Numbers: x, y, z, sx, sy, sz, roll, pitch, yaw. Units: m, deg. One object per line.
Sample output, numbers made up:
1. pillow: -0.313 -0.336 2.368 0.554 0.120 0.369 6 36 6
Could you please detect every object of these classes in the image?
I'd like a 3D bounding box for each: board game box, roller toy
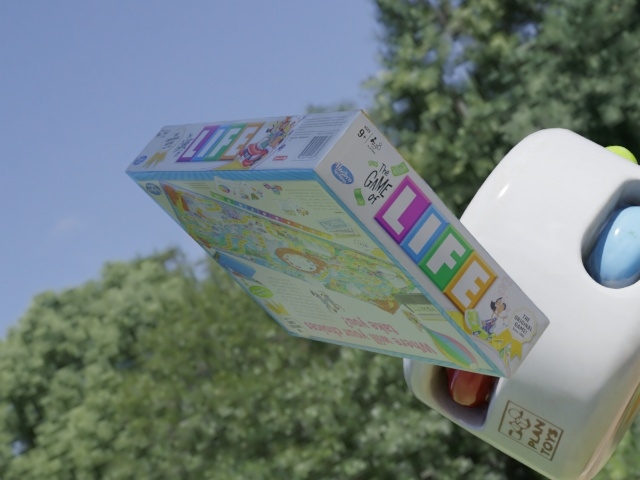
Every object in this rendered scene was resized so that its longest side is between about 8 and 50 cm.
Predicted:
1. board game box: 0.000 0.000 0.537 0.026 0.103 0.154 -51 25 -18
2. roller toy: 0.153 0.045 0.893 0.209 0.146 0.191 -62 -17 7
